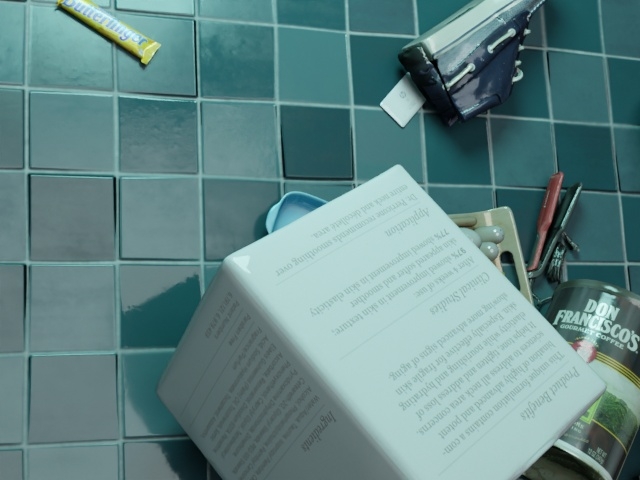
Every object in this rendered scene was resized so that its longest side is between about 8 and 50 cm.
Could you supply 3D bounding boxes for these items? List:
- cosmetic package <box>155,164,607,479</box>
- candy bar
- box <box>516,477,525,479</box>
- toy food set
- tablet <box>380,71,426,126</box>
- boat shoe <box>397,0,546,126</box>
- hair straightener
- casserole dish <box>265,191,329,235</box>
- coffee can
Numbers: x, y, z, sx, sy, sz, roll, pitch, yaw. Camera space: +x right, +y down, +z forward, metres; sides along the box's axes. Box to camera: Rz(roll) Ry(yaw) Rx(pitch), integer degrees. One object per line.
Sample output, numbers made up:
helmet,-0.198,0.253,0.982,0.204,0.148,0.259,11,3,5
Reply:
cosmetic package,0.063,0.188,1.298,0.329,0.327,0.394,-28,71,-40
candy bar,-0.313,-0.317,1.505,0.161,0.018,0.040,33,71,-14
box,0.243,0.437,1.563,0.232,0.059,0.183,24,73,-15
toy food set,0.246,0.058,1.548,0.306,0.092,0.220,-5,81,-58
tablet,0.139,-0.230,1.669,0.054,0.006,0.083,43,69,-9
boat shoe,0.293,-0.323,1.694,0.340,0.127,0.158,-35,103,-16
hair straightener,0.398,0.005,1.704,0.089,0.047,0.231,22,74,-16
casserole dish,0.000,0.000,1.560,0.188,0.037,0.114,22,74,-15
coffee can,0.402,0.228,1.575,0.201,0.201,0.275,36,67,-12
